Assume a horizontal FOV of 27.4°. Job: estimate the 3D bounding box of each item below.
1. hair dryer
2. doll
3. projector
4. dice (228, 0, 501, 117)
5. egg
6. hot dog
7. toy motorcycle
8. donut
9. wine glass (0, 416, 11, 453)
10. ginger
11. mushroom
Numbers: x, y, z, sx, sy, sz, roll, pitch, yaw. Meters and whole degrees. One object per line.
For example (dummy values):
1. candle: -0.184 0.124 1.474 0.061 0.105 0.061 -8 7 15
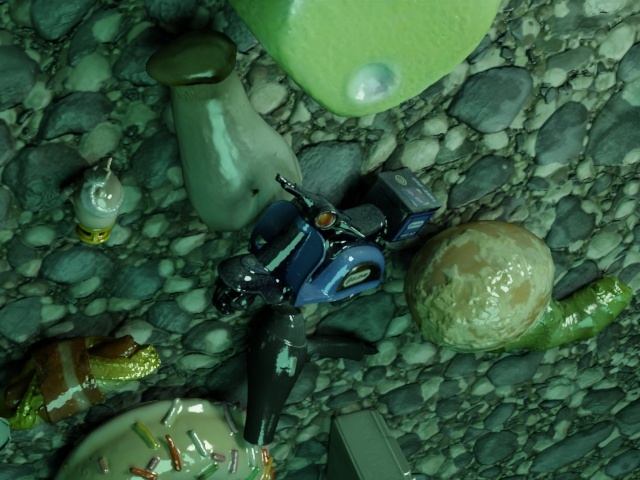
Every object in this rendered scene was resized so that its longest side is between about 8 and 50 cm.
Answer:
1. hair dryer: -0.001 0.207 2.074 0.272 0.091 0.235 -2 113 -36
2. doll: -0.297 -0.058 1.695 0.084 0.073 0.127 18 131 1
3. projector: 0.100 0.436 2.236 0.099 0.256 0.192 -13 136 -15
4. dice: 0.037 -0.310 1.462 0.250 0.252 0.254 -36 136 12
5. egg: 0.242 0.065 1.981 0.245 0.203 0.203 -22 139 -19
6. hot dog: -0.364 0.191 1.873 0.262 0.123 0.093 -27 126 -4
7. toy motorcycle: 0.000 0.000 1.787 0.359 0.125 0.212 -13 144 -52
8. donut: -0.248 0.410 2.131 0.383 0.142 0.382 -14 137 -14
9. wine glass: -0.479 0.206 1.783 0.122 0.183 0.122 -15 138 -13
10. ginger: 0.387 0.124 2.193 0.290 0.089 0.137 -2 114 -19
11. mushroom: -0.122 -0.144 1.673 0.159 0.122 0.328 -52 147 -27
